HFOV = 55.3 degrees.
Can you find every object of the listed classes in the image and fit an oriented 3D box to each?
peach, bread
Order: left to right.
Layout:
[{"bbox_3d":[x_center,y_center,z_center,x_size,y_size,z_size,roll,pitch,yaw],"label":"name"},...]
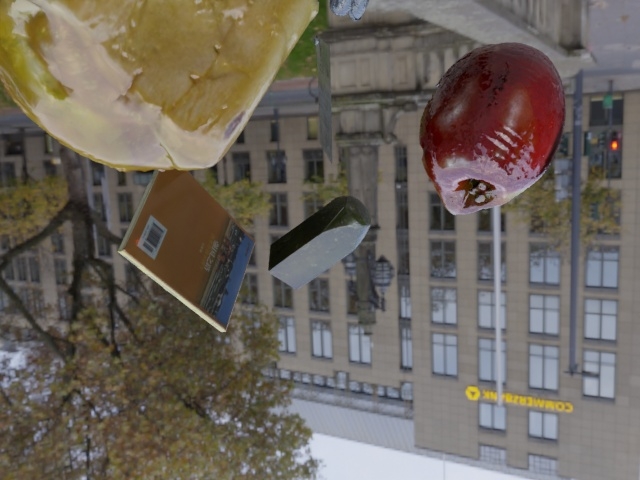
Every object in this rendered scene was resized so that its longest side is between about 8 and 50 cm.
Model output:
[{"bbox_3d":[-0.242,-0.295,0.834,0.250,0.394,0.361,15,161,49],"label":"bread"},{"bbox_3d":[0.244,-0.180,0.819,0.154,0.159,0.267,4,-126,52],"label":"peach"}]

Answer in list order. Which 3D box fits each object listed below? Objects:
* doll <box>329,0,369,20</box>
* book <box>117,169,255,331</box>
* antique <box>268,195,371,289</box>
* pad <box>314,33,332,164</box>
[{"bbox_3d":[0.095,-0.788,1.669,0.158,0.340,0.245,38,-147,26],"label":"doll"},{"bbox_3d":[-0.287,0.012,1.405,0.028,0.263,0.374,-5,145,29],"label":"book"},{"bbox_3d":[0.000,0.000,1.198,0.221,0.081,0.080,-36,-144,30],"label":"antique"},{"bbox_3d":[0.006,-0.321,1.390,0.009,0.265,0.159,-7,-152,-9],"label":"pad"}]
